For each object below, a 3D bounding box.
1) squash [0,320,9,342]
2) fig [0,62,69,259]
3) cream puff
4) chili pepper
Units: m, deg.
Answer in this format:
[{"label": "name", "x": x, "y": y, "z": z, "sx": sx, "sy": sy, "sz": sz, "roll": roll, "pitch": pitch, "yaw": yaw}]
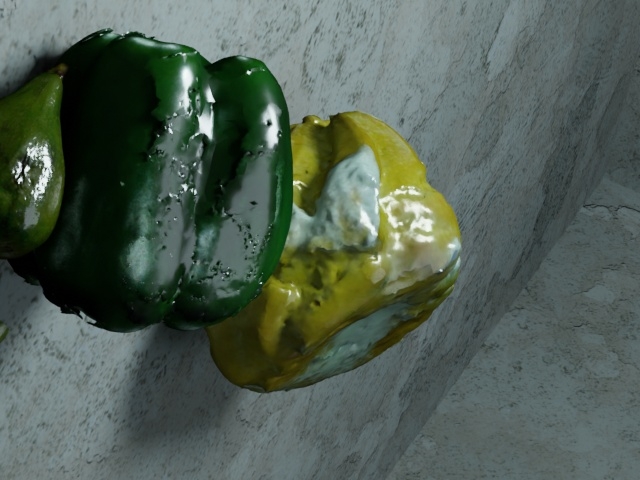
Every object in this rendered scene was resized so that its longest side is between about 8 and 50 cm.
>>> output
[{"label": "squash", "x": -0.326, "y": 0.109, "z": 1.414, "sx": 0.083, "sy": 0.027, "sz": 0.027, "roll": -54, "pitch": 158, "yaw": -27}, {"label": "fig", "x": -0.259, "y": -0.074, "z": 1.256, "sx": 0.117, "sy": 0.117, "sz": 0.177, "roll": 47, "pitch": 56, "yaw": -70}, {"label": "cream puff", "x": 0.000, "y": 0.000, "z": 1.845, "sx": 0.378, "sy": 0.275, "sz": 0.378, "roll": -31, "pitch": 163, "yaw": -10}, {"label": "chili pepper", "x": -0.153, "y": -0.058, "z": 1.361, "sx": 0.233, "sy": 0.249, "sz": 0.256, "roll": -4, "pitch": 109, "yaw": -55}]
